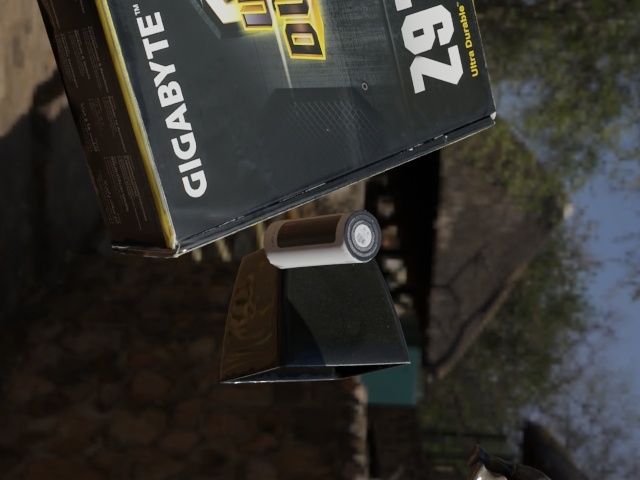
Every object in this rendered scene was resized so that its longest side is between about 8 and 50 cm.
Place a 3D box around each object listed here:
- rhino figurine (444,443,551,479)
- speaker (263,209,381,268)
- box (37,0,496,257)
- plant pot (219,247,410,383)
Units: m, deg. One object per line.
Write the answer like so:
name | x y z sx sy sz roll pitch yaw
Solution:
rhino figurine | 0.175 0.303 1.314 0.073 0.106 0.243 -63 179 -37
speaker | 0.000 0.000 1.306 0.136 0.055 0.055 -5 -100 49
box | -0.040 -0.183 0.696 0.079 0.257 0.322 3 -69 51
plant pot | -0.017 0.091 1.574 0.187 0.188 0.167 -24 -112 58
